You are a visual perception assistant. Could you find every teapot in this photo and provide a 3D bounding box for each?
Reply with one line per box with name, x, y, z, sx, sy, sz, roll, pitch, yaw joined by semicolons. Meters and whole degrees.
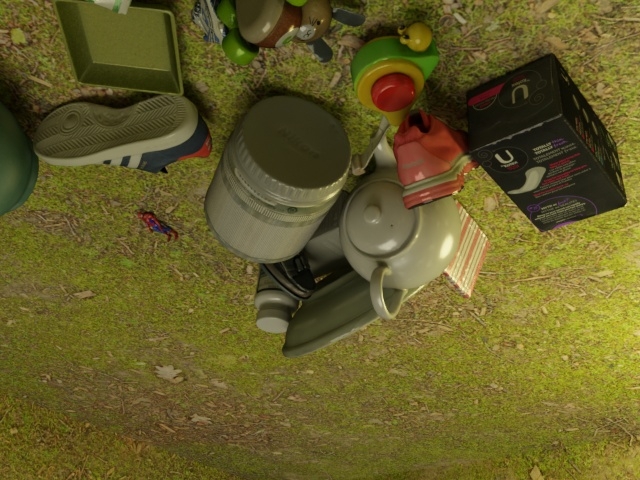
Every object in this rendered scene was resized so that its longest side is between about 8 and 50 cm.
teapot;0.131;-0.025;1.404;0.252;0.256;0.187;-49;154;12

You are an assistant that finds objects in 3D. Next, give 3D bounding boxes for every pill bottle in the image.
pill bottle;-0.099;0.120;1.761;0.108;0.180;0.108;5;148;3

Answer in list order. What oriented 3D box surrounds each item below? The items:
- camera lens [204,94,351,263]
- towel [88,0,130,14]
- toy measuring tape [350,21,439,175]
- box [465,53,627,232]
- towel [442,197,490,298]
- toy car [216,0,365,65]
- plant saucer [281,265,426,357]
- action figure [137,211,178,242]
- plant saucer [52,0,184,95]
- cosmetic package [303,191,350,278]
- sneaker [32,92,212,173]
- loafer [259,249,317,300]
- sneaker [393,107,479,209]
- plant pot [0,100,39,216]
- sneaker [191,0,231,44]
camera lens;-0.083;-0.102;1.373;0.219;0.219;0.274;15;147;-14
towel;-0.381;-0.462;0.987;0.324;0.038;0.248;19;130;-16
toy measuring tape;0.082;-0.228;1.231;0.121;0.121;0.330;16;141;-15
box;0.385;-0.156;1.278;0.165;0.143;0.270;-21;138;33
towel;0.289;0.019;1.580;0.029;0.144;0.197;7;155;41
toy car;-0.030;-0.324;1.105;0.188;0.149;0.155;18;137;-38
plant saucer;0.071;0.111;1.641;0.400;0.400;0.101;-28;94;41
action figure;-0.374;-0.033;1.713;0.038;0.030;0.115;-11;142;33
plant saucer;-0.319;-0.325;1.225;0.188;0.045;0.188;6;148;0
cosmetic package;0.000;0.000;1.634;0.238;0.107;0.127;-20;139;40
sneaker;-0.362;-0.177;1.397;0.350;0.131;0.148;0;160;21
loafer;-0.092;0.001;1.547;0.267;0.096;0.084;51;123;9
sneaker;0.192;-0.161;1.237;0.116;0.314;0.136;-18;103;23
plant pot;-0.653;-0.145;1.385;0.293;0.293;0.196;-7;172;20
sneaker;-0.175;-0.353;1.155;0.058;0.052;0.135;6;147;13
